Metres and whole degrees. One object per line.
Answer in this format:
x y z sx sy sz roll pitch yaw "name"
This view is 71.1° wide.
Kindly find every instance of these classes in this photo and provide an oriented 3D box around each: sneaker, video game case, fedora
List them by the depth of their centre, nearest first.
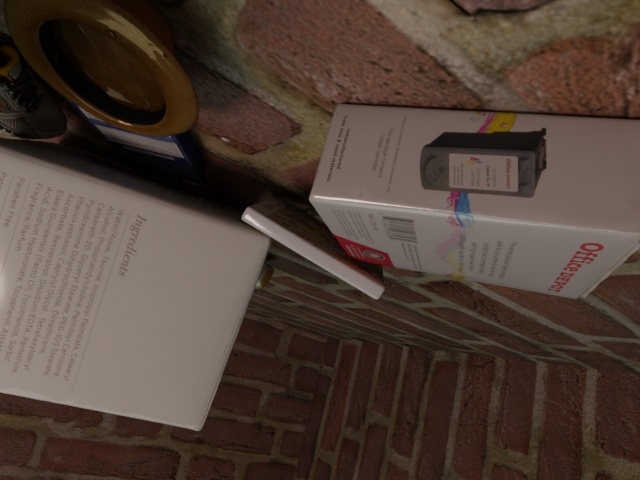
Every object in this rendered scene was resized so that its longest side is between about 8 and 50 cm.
-0.201 -0.188 0.450 0.195 0.079 0.194 14 157 6 "fedora"
-0.406 -0.200 0.565 0.093 0.087 0.225 8 162 16 "sneaker"
0.000 0.000 0.725 0.227 0.026 0.206 31 -168 0 "video game case"
-0.254 0.077 1.342 0.131 0.111 0.297 42 151 -22 "sneaker"

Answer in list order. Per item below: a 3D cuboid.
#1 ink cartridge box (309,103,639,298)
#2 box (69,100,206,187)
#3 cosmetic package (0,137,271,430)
0.170 -0.040 0.531 0.307 0.131 0.226 8 162 18 "ink cartridge box"
-0.261 -0.150 0.690 0.137 0.036 0.225 14 164 2 "box"
-0.335 0.053 0.752 0.394 0.327 0.329 19 -175 -16 "cosmetic package"
